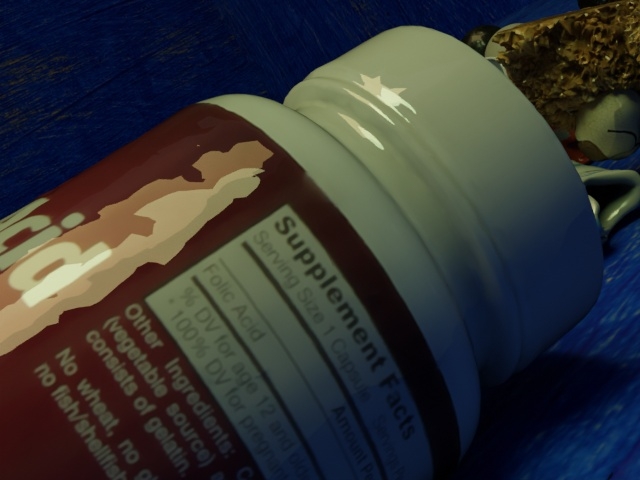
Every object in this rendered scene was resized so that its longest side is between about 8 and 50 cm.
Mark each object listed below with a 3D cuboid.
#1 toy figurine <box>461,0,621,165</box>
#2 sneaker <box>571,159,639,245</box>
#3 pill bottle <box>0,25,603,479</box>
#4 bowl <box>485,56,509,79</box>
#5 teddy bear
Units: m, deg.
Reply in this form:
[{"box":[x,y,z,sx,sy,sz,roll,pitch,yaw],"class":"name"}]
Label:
[{"box":[0.251,-0.175,1.036,0.209,0.148,0.213,-30,9,4],"class":"toy figurine"},{"box":[0.145,-0.004,0.726,0.190,0.071,0.083,-36,16,-26],"class":"sneaker"},{"box":[-0.069,0.069,0.516,0.392,0.224,0.224,-34,10,-19],"class":"pill bottle"},{"box":[0.151,-0.085,0.944,0.053,0.142,0.142,-11,-1,-28],"class":"bowl"},{"box":[0.293,-0.128,0.729,0.337,0.113,0.245,-12,8,12],"class":"teddy bear"}]
